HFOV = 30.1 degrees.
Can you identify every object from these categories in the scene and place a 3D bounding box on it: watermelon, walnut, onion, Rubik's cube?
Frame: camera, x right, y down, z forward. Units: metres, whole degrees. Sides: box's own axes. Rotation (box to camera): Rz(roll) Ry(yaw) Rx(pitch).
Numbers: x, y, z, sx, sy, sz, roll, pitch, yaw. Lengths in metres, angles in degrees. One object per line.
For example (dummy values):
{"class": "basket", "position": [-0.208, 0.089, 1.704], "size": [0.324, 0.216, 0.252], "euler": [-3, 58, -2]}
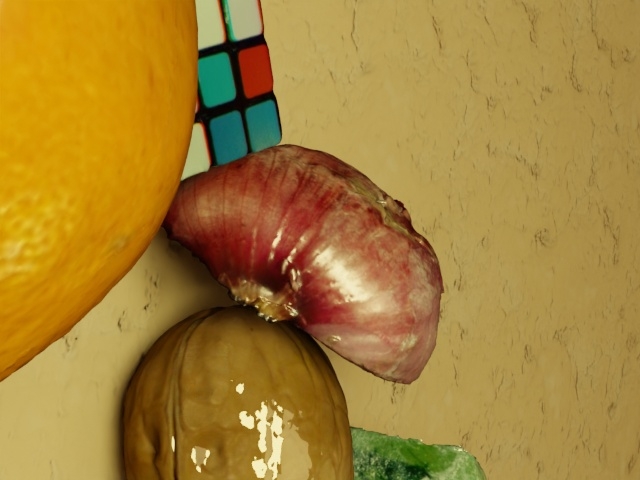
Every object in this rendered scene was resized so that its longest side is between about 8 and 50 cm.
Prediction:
{"class": "watermelon", "position": [0.055, 0.262, 1.025], "size": [0.140, 0.193, 0.257], "euler": [-69, 151, -23]}
{"class": "walnut", "position": [-0.060, 0.149, 0.863], "size": [0.167, 0.167, 0.207], "euler": [7, 76, -51]}
{"class": "onion", "position": [0.000, 0.000, 0.906], "size": [0.120, 0.227, 0.283], "euler": [-55, -179, 2]}
{"class": "Rubik's cube", "position": [-0.138, -0.115, 0.774], "size": [0.155, 0.154, 0.151], "euler": [-25, 110, -48]}

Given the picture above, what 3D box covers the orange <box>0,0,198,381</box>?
{"class": "orange", "position": [-0.198, -0.075, 0.430], "size": [0.312, 0.312, 0.312], "euler": [0, 90, -52]}
